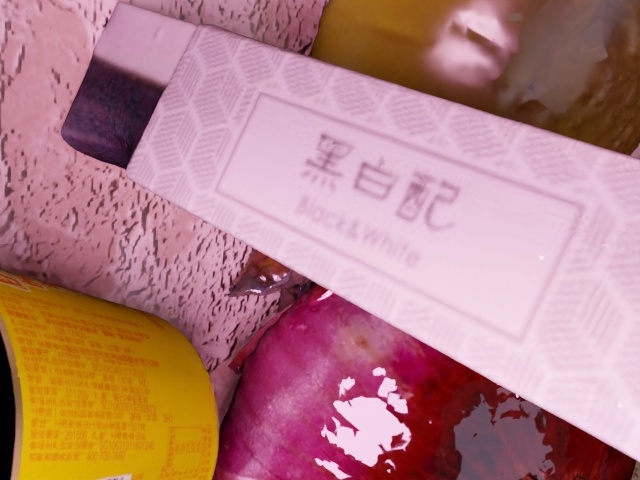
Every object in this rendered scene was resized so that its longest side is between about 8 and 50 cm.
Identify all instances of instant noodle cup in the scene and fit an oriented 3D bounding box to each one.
[{"bbox_3d":[-0.176,0.099,0.467,0.236,0.216,0.215,16,98,-54],"label":"instant noodle cup"}]

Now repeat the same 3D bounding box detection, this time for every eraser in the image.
[{"bbox_3d":[0.024,-0.020,0.443,0.098,0.404,0.096,25,92,-47],"label":"eraser"}]

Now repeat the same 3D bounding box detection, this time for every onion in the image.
[{"bbox_3d":[0.100,0.163,0.667,0.348,0.285,0.347,-14,121,-24],"label":"onion"}]

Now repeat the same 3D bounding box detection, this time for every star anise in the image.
[{"bbox_3d":[0.005,0.006,0.693,0.129,0.056,0.124,21,103,-45],"label":"star anise"}]

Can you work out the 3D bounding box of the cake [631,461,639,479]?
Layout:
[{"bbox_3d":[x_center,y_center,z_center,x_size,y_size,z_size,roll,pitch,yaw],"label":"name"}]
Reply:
[{"bbox_3d":[0.441,0.219,1.196,0.099,0.100,0.235,-11,117,-43],"label":"cake"}]

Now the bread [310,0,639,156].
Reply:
[{"bbox_3d":[0.162,-0.204,0.655,0.251,0.208,0.376,22,97,-43],"label":"bread"}]
